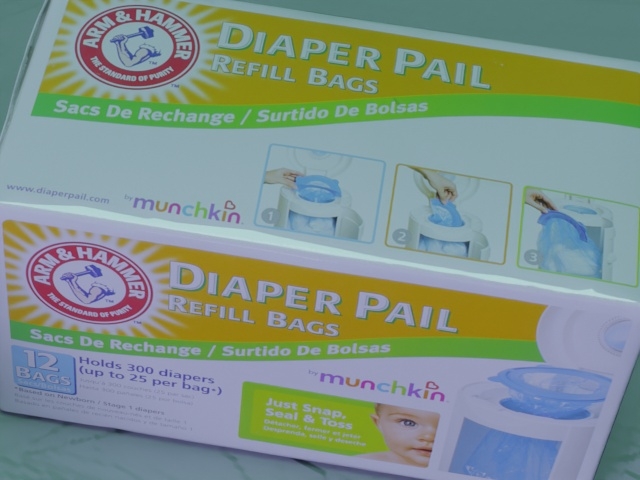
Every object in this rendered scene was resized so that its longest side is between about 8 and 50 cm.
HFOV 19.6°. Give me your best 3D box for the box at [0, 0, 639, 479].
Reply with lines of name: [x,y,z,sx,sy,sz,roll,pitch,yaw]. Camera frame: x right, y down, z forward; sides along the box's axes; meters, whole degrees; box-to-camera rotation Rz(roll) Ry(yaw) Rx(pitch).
box: [0.000,0.000,0.605,0.203,0.114,0.103,9,50,2]
